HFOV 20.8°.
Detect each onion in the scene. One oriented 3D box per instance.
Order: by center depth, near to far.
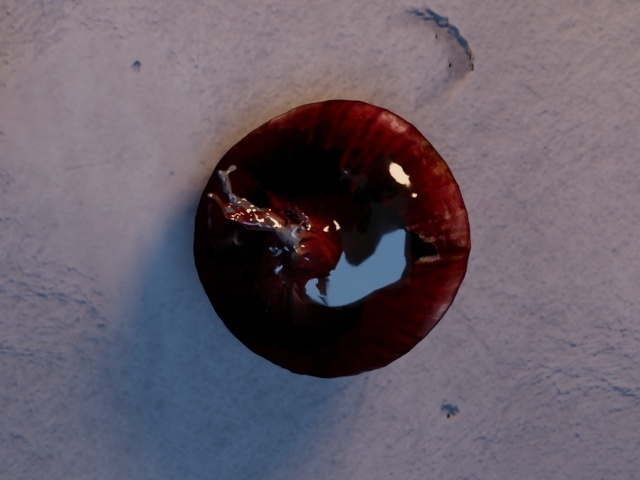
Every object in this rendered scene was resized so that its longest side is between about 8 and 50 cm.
[{"bbox_3d":[0.000,0.000,1.650,0.273,0.285,0.273,0,90,18],"label":"onion"}]
